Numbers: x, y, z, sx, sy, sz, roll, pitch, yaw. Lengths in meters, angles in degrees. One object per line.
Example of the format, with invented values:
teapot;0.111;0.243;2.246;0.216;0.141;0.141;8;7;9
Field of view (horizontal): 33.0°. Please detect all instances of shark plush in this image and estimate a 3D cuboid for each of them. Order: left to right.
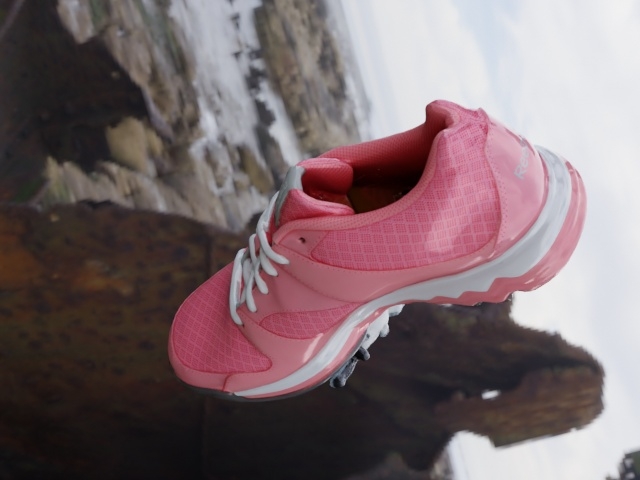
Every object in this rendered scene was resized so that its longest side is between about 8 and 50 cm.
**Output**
shark plush;0.038;0.090;1.056;0.073;0.067;0.161;32;37;-25

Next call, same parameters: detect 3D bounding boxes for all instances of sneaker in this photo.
sneaker;0.000;-0.001;0.679;0.136;0.313;0.116;36;39;-40
